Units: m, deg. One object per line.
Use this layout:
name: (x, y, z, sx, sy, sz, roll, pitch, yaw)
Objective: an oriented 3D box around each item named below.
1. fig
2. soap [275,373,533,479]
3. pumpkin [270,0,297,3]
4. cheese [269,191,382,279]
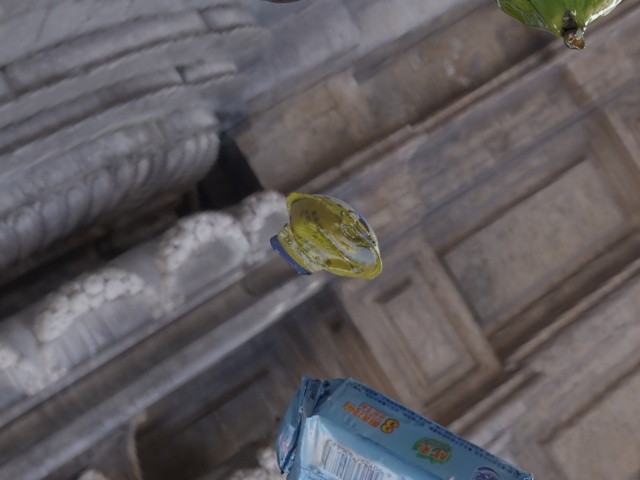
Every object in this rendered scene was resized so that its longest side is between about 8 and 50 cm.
fig: (0.297, -0.372, 1.292, 0.233, 0.233, 0.314, -31, -170, 21)
soap: (0.084, 0.256, 1.110, 0.077, 0.293, 0.156, -47, 159, -50)
pumpkin: (-0.057, -0.447, 1.536, 0.211, 0.152, 0.212, -13, 140, -11)
cheese: (0.000, 0.000, 1.387, 0.064, 0.156, 0.250, -49, -168, -25)
